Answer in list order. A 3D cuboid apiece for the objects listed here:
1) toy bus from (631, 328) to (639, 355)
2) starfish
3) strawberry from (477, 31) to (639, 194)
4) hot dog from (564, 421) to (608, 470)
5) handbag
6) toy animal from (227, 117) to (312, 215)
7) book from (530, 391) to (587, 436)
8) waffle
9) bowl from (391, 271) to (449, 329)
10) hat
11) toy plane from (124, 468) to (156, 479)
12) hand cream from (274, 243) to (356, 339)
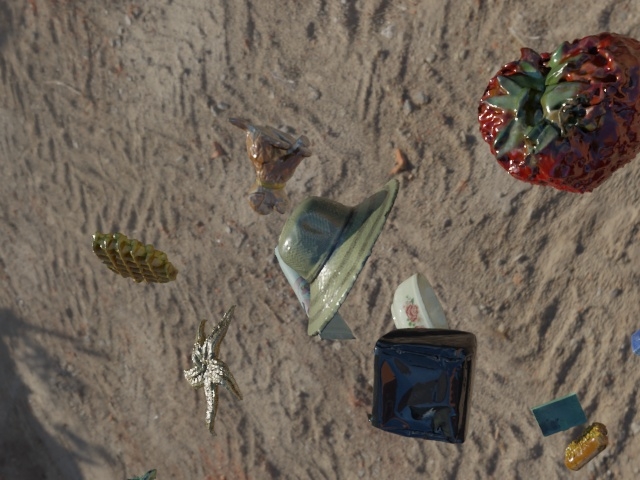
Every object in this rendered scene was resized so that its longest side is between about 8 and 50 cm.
[{"bbox_3d":[0.923,0.234,1.414,0.094,0.079,0.236,13,139,0],"label":"toy bus"},{"bbox_3d":[-0.237,0.274,1.165,0.235,0.062,0.277,3,87,52],"label":"starfish"},{"bbox_3d":[0.483,-0.211,0.990,0.312,0.351,0.267,-16,64,39],"label":"strawberry"},{"bbox_3d":[0.657,0.509,1.328,0.045,0.071,0.165,26,132,13],"label":"hot dog"},{"bbox_3d":[0.267,0.369,1.434,0.275,0.178,0.302,6,114,18],"label":"handbag"},{"bbox_3d":[-0.132,-0.151,1.139,0.183,0.104,0.185,20,121,-9],"label":"toy animal"},{"bbox_3d":[0.704,0.515,1.582,0.135,0.017,0.103,-25,97,10],"label":"book"},{"bbox_3d":[-0.578,0.064,1.652,0.283,0.065,0.309,-9,145,39],"label":"waffle"},{"bbox_3d":[0.343,0.263,1.903,0.145,0.277,0.277,-25,91,17],"label":"bowl"},{"bbox_3d":[0.000,0.000,0.748,0.110,0.252,0.252,29,125,-4],"label":"hat"},{"bbox_3d":[-0.344,0.473,1.028,0.080,0.083,0.033,19,145,48],"label":"toy plane"},{"bbox_3d":[-0.027,0.111,1.181,0.058,0.085,0.331,-64,35,24],"label":"hand cream"}]
